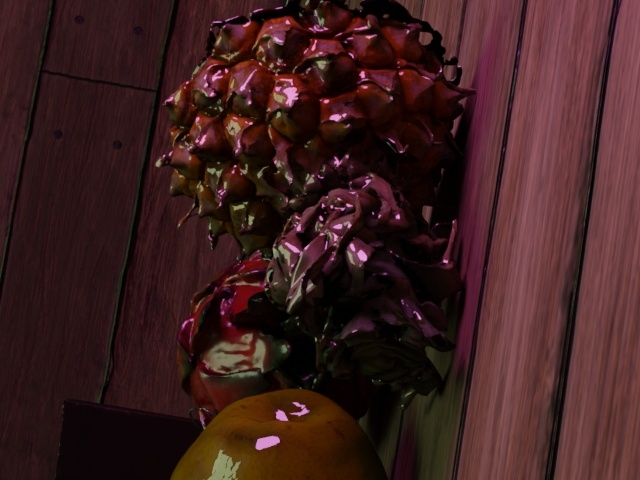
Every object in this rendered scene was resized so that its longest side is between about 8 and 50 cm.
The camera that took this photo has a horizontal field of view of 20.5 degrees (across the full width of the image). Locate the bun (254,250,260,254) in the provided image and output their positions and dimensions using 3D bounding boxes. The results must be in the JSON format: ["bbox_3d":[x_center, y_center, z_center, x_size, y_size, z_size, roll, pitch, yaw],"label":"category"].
[{"bbox_3d":[-0.028,0.083,1.813,0.231,0.133,0.231,-57,-7,-12],"label":"bun"}]

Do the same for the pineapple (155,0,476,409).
[{"bbox_3d":[0.015,-0.006,1.309,0.271,0.263,0.262,-104,22,-44],"label":"pineapple"}]

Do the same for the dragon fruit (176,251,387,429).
[{"bbox_3d":[-0.031,0.098,1.555,0.274,0.192,0.193,-134,50,-79],"label":"dragon fruit"}]

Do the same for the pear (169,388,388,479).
[{"bbox_3d":[-0.033,0.219,1.386,0.198,0.198,0.198,-170,90,-84],"label":"pear"}]

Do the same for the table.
[{"bbox_3d":[-0.130,0.290,1.706,0.250,0.282,0.196,-100,20,-75],"label":"table"}]
